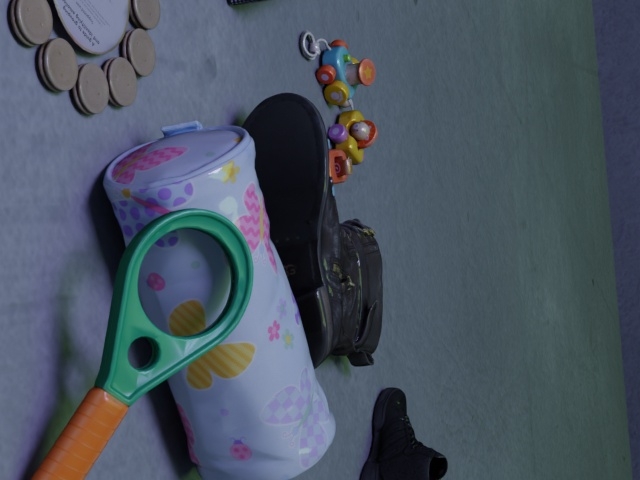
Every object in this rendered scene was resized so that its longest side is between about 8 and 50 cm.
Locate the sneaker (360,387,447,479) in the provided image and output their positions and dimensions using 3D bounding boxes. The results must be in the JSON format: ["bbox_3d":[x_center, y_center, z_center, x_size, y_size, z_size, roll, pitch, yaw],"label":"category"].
[{"bbox_3d":[0.094,0.226,1.297,0.051,0.089,0.170,62,34,-41],"label":"sneaker"}]

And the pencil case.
[{"bbox_3d":[-0.070,0.050,0.943,0.124,0.113,0.273,-61,139,-59],"label":"pencil case"}]

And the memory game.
[{"bbox_3d":[-0.167,-0.181,0.895,0.186,0.012,0.186,-4,90,-66],"label":"memory game"}]

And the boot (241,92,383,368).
[{"bbox_3d":[0.000,0.000,1.162,0.229,0.091,0.263,-11,100,-71],"label":"boot"}]

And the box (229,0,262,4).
[{"bbox_3d":[-0.044,-0.368,1.138,0.216,0.060,0.270,-45,126,-59],"label":"box"}]

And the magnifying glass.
[{"bbox_3d":[-0.123,0.081,0.819,0.092,0.026,0.231,40,71,-27],"label":"magnifying glass"}]

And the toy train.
[{"bbox_3d":[0.023,-0.126,1.258,0.125,0.046,0.166,-2,88,-66],"label":"toy train"}]
